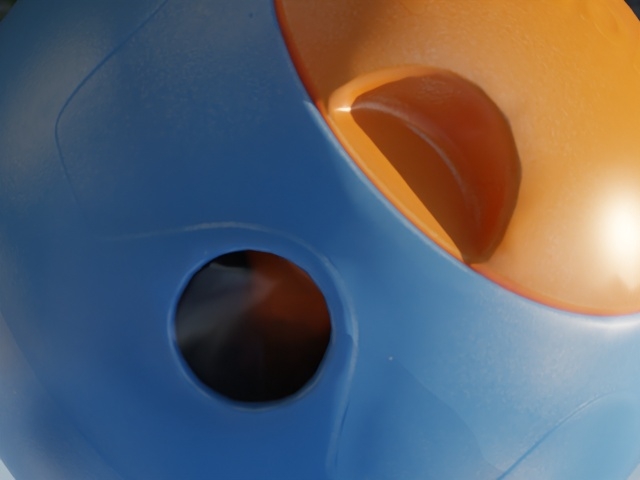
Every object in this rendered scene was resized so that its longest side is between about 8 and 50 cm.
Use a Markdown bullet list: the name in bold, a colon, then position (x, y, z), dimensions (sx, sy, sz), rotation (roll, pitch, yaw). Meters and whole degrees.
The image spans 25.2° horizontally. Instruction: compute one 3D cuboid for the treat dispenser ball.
- **treat dispenser ball**: position (0.000, 0.000, 0.548), dimensions (0.288, 0.288, 0.288), rotation (-10, -179, 0)
